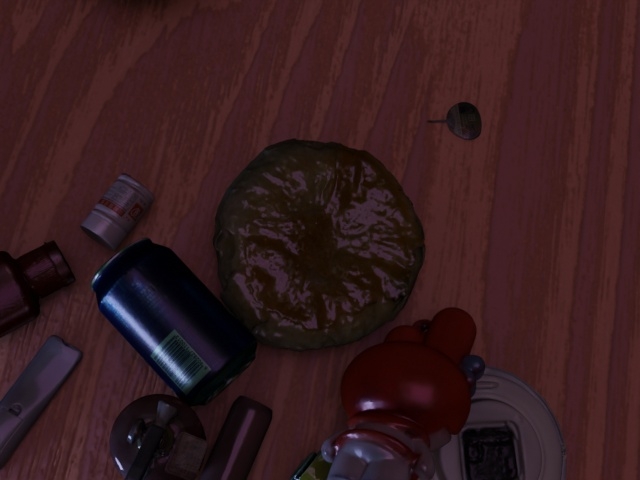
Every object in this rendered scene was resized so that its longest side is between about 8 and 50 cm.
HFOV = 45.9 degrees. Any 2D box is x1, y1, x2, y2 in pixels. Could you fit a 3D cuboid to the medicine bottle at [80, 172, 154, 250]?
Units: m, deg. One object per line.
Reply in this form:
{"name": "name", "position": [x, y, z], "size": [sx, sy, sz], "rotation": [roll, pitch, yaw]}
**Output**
{"name": "medicine bottle", "position": [-0.264, -0.037, 0.987], "size": [0.057, 0.057, 0.089], "rotation": [33, 72, 3]}

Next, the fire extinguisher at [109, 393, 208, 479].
{"name": "fire extinguisher", "position": [-0.171, 0.222, 0.808], "size": [0.105, 0.269, 0.104], "rotation": [2, 73, -8]}

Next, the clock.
{"name": "clock", "position": [0.208, 0.272, 0.960], "size": [0.237, 0.053, 0.236], "rotation": [3, 72, -8]}

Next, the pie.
{"name": "pie", "position": [0.000, 0.000, 1.005], "size": [0.307, 0.071, 0.306], "rotation": [3, 74, -10]}

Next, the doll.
{"name": "doll", "position": [0.103, 0.185, 0.908], "size": [0.161, 0.129, 0.290], "rotation": [1, 36, 30]}

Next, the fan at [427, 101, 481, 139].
{"name": "fan", "position": [0.205, -0.184, 1.125], "size": [0.080, 0.003, 0.060], "rotation": [24, 71, 0]}

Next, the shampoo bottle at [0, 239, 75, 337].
{"name": "shampoo bottle", "position": [-0.431, 0.086, 0.923], "size": [0.260, 0.064, 0.102], "rotation": [-29, 75, -16]}

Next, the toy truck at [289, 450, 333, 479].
{"name": "toy truck", "position": [-0.029, 0.368, 0.855], "size": [0.128, 0.135, 0.259], "rotation": [41, 69, 5]}

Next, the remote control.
{"name": "remote control", "position": [-0.363, 0.200, 0.916], "size": [0.050, 0.027, 0.184], "rotation": [32, 71, 2]}

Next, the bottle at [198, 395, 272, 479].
{"name": "bottle", "position": [-0.106, 0.262, 0.919], "size": [0.053, 0.053, 0.140], "rotation": [24, 71, 0]}

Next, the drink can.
{"name": "drink can", "position": [-0.179, 0.098, 0.926], "size": [0.118, 0.118, 0.205], "rotation": [-41, 83, -17]}
